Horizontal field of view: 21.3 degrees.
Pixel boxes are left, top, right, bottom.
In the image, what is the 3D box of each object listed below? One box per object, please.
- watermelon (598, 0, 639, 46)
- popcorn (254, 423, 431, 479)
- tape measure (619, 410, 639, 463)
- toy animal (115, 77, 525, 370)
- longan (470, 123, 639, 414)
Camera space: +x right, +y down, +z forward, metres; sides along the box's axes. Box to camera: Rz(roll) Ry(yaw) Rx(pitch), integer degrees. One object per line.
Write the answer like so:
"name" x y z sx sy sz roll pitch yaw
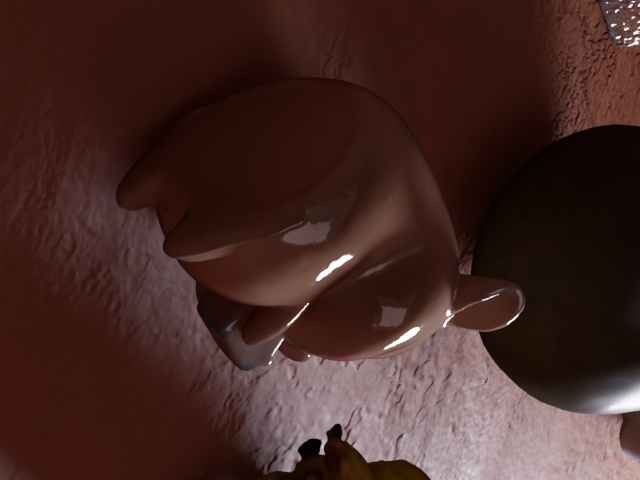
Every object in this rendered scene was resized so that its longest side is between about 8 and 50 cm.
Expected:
"watermelon" 0.311 -0.259 1.522 0.207 0.136 0.202 -9 111 -28
"popcorn" 0.002 0.273 1.441 0.253 0.190 0.191 30 57 -40
"tape measure" 0.416 0.161 1.864 0.178 0.105 0.196 -6 113 -46
"toy animal" 0.000 0.003 1.276 0.213 0.195 0.256 -42 139 -12
"longan" 0.254 0.030 1.527 0.258 0.258 0.258 -24 126 -37
